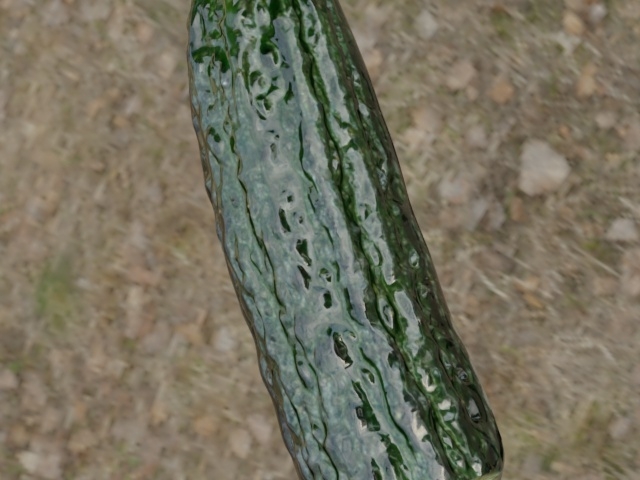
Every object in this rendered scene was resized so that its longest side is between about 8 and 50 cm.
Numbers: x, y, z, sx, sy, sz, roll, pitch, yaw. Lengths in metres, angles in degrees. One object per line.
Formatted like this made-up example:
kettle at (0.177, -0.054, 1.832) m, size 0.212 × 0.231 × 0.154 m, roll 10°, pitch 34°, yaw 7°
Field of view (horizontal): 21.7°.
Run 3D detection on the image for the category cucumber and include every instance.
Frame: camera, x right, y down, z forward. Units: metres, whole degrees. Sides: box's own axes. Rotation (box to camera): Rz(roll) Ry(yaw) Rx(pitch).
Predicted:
cucumber at (-0.001, 0.000, 0.615) m, size 0.077 × 0.077 × 0.265 m, roll -28°, pitch 73°, yaw 25°
